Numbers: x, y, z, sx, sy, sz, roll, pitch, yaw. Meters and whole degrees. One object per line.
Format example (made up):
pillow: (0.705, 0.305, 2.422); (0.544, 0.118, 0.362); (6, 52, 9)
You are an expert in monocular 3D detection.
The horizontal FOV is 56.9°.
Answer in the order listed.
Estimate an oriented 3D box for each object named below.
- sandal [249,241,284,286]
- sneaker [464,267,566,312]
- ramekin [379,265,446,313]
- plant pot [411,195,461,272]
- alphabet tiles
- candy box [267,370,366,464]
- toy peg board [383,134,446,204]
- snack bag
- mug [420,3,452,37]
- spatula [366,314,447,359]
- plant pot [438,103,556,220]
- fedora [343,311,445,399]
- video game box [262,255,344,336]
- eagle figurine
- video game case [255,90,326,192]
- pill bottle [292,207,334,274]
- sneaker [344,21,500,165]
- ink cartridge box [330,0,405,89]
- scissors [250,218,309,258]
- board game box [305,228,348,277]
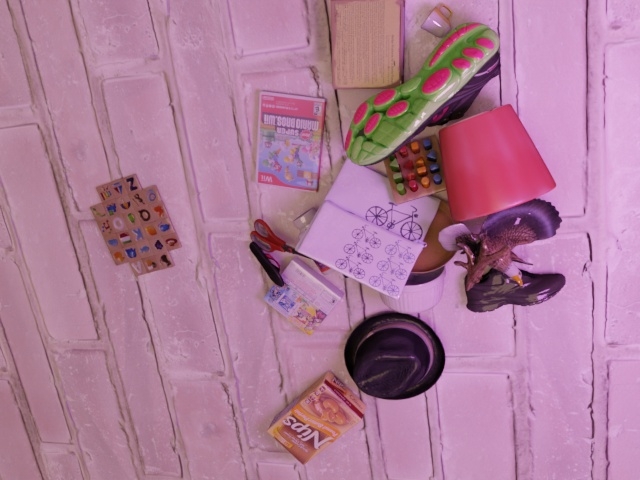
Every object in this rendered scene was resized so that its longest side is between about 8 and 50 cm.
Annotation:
sandal: (-0.164, 0.070, 1.898); (0.179, 0.040, 0.067); (52, 149, 17)
sneaker: (0.551, 0.124, 1.697); (0.286, 0.109, 0.130); (-13, 98, 18)
ramekin: (0.263, 0.124, 1.730); (0.207, 0.207, 0.109); (1, 118, 16)
plant pot: (0.289, -0.016, 1.704); (0.236, 0.032, 0.236); (-5, 70, 15)
alphabet tiles: (-0.640, -0.047, 2.041); (0.285, 0.011, 0.342); (-15, 104, 20)
candy box: (-0.015, 0.617, 2.044); (0.183, 0.087, 0.316); (44, 114, -2)
toy peg board: (0.261, -0.203, 1.634); (0.161, 0.079, 0.161); (-16, 79, 12)
snack bag: (0.146, -0.044, 1.666); (0.323, 0.037, 0.342); (26, 72, 10)
mug: (0.311, -0.573, 1.546); (0.064, 0.062, 0.078); (36, 121, -6)
spatula: (0.267, 0.334, 1.899); (0.168, 0.019, 0.242); (-38, 95, 25)
plant pot: (0.440, -0.208, 1.541); (0.275, 0.275, 0.243); (-18, 93, 22)
fedora: (0.218, 0.389, 1.841); (0.334, 0.152, 0.334); (5, 108, 17)
video game box: (-0.056, 0.183, 1.927); (0.205, 0.048, 0.187); (38, 112, 1)
eagle figurine: (0.478, 0.020, 1.570); (0.226, 0.298, 0.225); (0, 115, 44)
video game case: (-0.094, -0.296, 1.782); (0.204, 0.025, 0.285); (10, 112, 13)
pill bottle: (0.000, 0.000, 1.812); (0.108, 0.108, 0.193); (-31, 97, 24)
sneaker: (0.276, -0.343, 1.542); (0.483, 0.202, 0.185); (-36, 55, 15)
ink cartridge box: (0.130, -0.532, 1.598); (0.193, 0.088, 0.234); (4, 109, 14)
scissors: (-0.106, 0.030, 1.847); (0.297, 0.021, 0.109); (31, 132, 23)
board game box: (0.091, -0.022, 1.750); (0.194, 0.060, 0.194); (-43, 100, -13)
